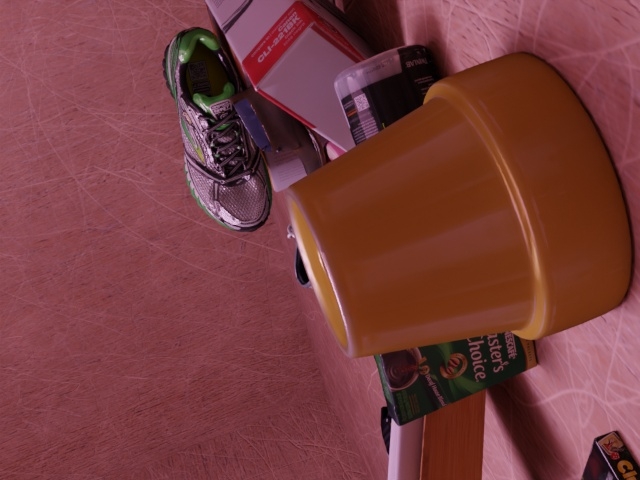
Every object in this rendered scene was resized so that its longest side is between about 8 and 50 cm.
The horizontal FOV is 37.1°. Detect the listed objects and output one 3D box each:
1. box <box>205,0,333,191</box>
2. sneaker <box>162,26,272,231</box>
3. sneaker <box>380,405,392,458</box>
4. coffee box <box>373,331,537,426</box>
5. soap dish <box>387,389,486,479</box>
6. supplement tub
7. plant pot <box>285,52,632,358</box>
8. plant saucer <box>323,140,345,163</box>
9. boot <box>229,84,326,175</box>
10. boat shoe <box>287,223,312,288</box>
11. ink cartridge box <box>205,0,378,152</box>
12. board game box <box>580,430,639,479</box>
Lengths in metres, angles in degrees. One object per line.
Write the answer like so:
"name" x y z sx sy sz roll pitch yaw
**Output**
"box" -0.067 -0.293 1.610 0.345 0.168 0.215 77 168 -45
"sneaker" -0.170 -0.174 1.525 0.146 0.134 0.343 -169 58 -79
"sneaker" 0.174 0.437 2.180 0.235 0.084 0.097 -147 38 -78
"coffee box" 0.155 0.128 1.093 0.040 0.184 0.113 -128 20 -58
"soap dish" 0.158 0.249 1.292 0.229 0.118 0.291 88 -172 -67
"supplement tub" 0.098 -0.118 1.093 0.117 0.117 0.190 166 84 -83
"plant pot" 0.106 -0.013 0.855 0.254 0.239 0.254 160 90 -83
"plant saucer" 0.085 -0.048 1.516 0.332 0.084 0.332 160 90 -82
"boot" -0.062 -0.164 1.496 0.082 0.106 0.219 -119 7 -57
"boat shoe" 0.000 0.000 1.544 0.319 0.099 0.116 87 161 -68
"ink cartridge box" -0.022 -0.260 1.275 0.197 0.114 0.273 30 -160 -39
"board game box" 0.319 0.316 1.017 0.259 0.030 0.136 80 165 -55
